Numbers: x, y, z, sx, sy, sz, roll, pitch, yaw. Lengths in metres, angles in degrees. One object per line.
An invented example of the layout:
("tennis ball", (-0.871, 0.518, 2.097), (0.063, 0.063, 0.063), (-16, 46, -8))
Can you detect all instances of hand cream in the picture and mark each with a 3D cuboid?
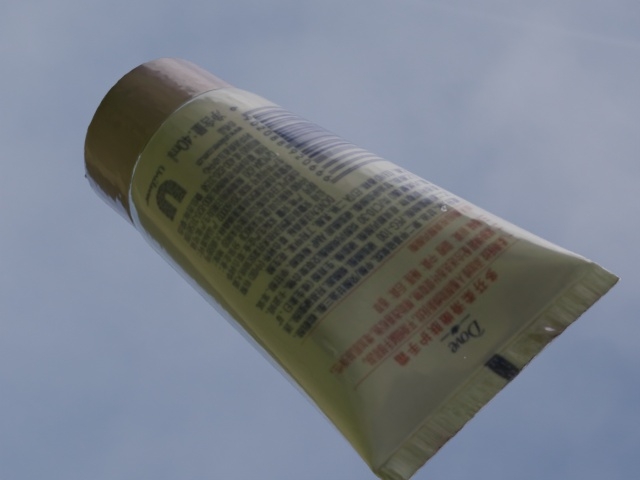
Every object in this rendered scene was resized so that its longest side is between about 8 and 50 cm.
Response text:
("hand cream", (0.000, 0.000, 0.747), (0.133, 0.083, 0.248), (-40, -129, -16))
